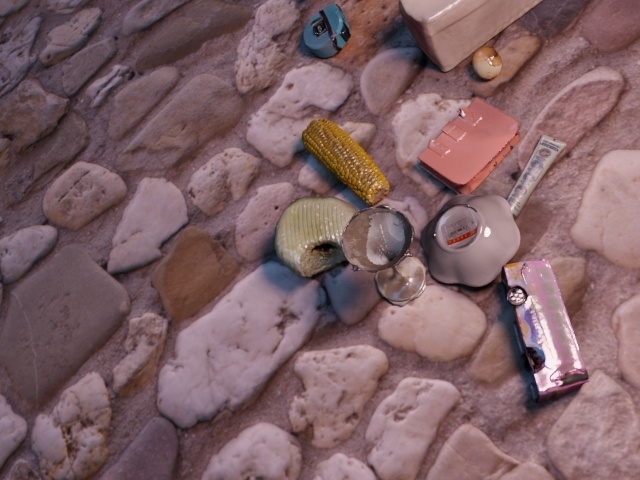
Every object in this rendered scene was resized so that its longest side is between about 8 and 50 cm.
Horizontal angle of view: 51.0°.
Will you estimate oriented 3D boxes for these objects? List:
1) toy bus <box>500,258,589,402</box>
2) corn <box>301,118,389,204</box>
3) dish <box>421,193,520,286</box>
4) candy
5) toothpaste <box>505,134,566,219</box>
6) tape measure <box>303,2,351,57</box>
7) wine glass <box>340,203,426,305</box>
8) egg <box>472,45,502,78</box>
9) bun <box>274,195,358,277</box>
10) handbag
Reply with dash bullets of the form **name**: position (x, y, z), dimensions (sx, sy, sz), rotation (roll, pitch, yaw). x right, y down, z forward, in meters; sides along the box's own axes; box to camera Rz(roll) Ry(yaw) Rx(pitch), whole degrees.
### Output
- **toy bus**: position (0.436, 0.174, 1.329), dimensions (0.112, 0.090, 0.274), rotation (-12, 63, 6)
- **corn**: position (0.055, -0.207, 1.652), dimensions (0.101, 0.101, 0.310), rotation (-43, 57, -2)
- **dish**: position (0.309, -0.015, 1.448), dimensions (0.229, 0.081, 0.229), rotation (-13, 64, 29)
- **candy**: position (0.379, -0.604, 1.652), dimensions (0.359, 0.208, 0.145), rotation (-37, 57, 2)
- **toothpaste**: position (0.464, -0.135, 1.493), dimensions (0.062, 0.039, 0.239), rotation (28, 78, 28)
- **tape measure**: position (0.016, -0.573, 1.853), dimensions (0.125, 0.081, 0.146), rotation (-28, 58, 19)
- **wine glass**: position (0.147, 0.042, 1.421), dimensions (0.156, 0.232, 0.156), rotation (-9, 62, 17)
- **egg**: position (0.406, -0.438, 1.643), dimensions (0.071, 0.071, 0.083), rotation (-17, 46, 13)
- **bun**: position (0.000, 0.000, 1.559), dimensions (0.213, 0.126, 0.203), rotation (10, 69, 17)
- **handbag**: position (0.348, -0.222, 1.569), dimensions (0.212, 0.059, 0.157), rotation (-46, 60, -6)
